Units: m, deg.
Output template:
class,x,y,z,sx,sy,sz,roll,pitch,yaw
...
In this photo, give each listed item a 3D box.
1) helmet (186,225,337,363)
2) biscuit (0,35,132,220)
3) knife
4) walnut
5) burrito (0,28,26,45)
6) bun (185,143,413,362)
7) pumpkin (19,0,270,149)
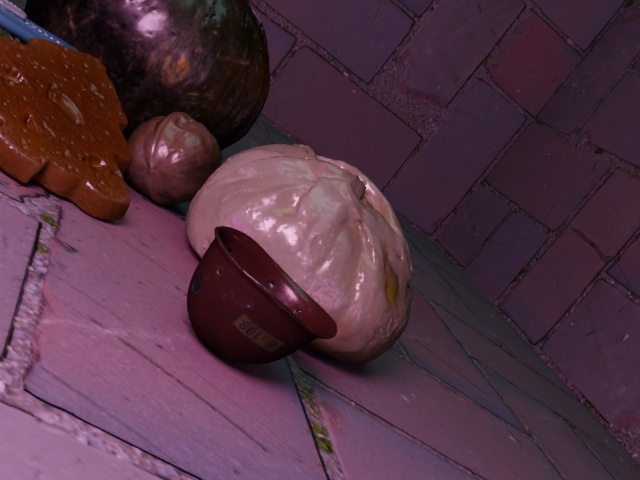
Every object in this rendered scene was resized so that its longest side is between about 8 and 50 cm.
class,x,y,z,sx,sy,sz,roll,pitch,yaw
helmet,-0.075,0.077,0.889,0.175,0.106,0.155,34,12,-35
biscuit,-0.325,-0.156,1.030,0.278,0.043,0.301,45,25,-16
knife,-0.388,-0.283,1.088,0.064,0.031,0.222,53,13,32
walnut,-0.215,-0.119,1.216,0.140,0.140,0.162,37,24,-5
burrito,-0.485,-0.271,1.032,0.175,0.107,0.347,32,9,15
bun,0.000,0.000,1.182,0.365,0.219,0.365,39,15,-12
pumpkin,-0.278,-0.344,1.395,0.454,0.344,0.454,40,10,-9
